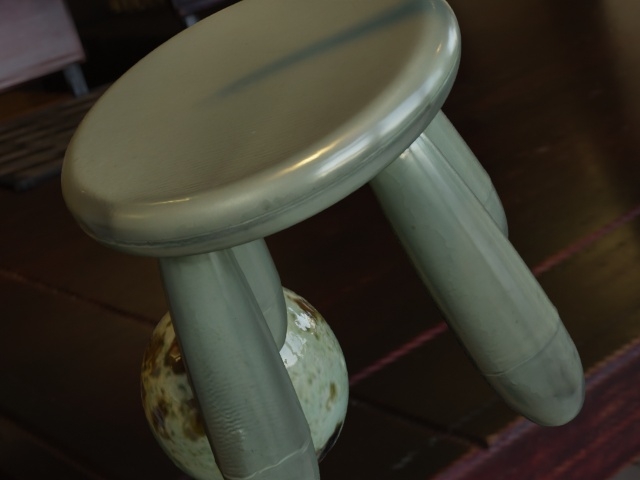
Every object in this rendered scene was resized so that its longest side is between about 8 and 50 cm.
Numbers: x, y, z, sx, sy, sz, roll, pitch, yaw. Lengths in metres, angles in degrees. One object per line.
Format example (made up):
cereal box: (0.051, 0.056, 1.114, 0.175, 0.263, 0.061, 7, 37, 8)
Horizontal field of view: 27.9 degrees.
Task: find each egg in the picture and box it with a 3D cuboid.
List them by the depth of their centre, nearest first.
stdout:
egg: (-0.059, 0.127, 1.065, 0.169, 0.231, 0.169, -4, 62, 7)

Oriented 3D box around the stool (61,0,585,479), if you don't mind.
stool: (0.000, 0.000, 0.631, 0.195, 0.199, 0.195, -22, 34, 4)
